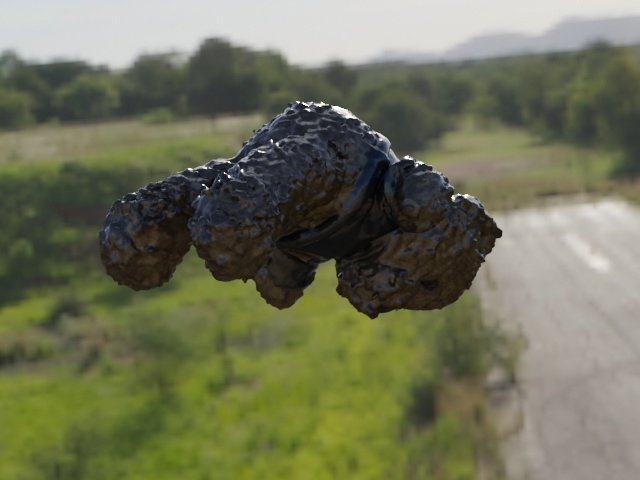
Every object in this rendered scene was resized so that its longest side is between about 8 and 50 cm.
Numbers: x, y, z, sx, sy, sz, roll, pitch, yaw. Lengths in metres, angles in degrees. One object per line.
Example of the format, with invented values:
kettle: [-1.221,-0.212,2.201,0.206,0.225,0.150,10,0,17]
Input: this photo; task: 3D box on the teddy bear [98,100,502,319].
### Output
teddy bear: [0.000,-0.021,1.127,0.251,0.129,0.182,12,-12,-39]
